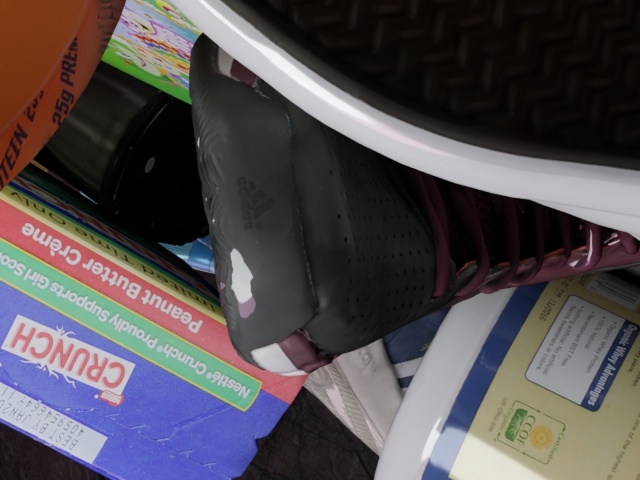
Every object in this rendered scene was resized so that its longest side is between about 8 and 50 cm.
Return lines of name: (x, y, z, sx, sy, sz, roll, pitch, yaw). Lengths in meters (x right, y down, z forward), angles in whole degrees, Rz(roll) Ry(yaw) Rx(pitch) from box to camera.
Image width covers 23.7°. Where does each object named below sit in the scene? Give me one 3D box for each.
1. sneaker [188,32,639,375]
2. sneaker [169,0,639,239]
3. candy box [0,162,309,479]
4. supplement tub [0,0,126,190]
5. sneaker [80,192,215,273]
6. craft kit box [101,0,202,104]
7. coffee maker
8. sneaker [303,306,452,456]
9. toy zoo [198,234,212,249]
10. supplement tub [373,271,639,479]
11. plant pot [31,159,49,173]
sneaker: (0.061, -0.027, 0.497, 0.163, 0.106, 0.281, -9, -179, 10)
sneaker: (0.064, -0.047, 0.395, 0.290, 0.106, 0.123, 27, 173, -7)
candy box: (-0.185, 0.025, 0.965, 0.268, 0.122, 0.317, 33, -179, -22)
supplement tub: (-0.232, -0.140, 0.457, 0.338, 0.207, 0.207, 25, 174, 19)
sneaker: (-0.086, -0.005, 1.510, 0.319, 0.127, 0.208, 28, 174, 10)
craft kit box: (-0.063, -0.111, 0.743, 0.247, 0.061, 0.250, 29, 175, 9)
coffee maker: (-0.143, -0.076, 1.023, 0.178, 0.120, 0.171, 34, 163, 31)
sneaker: (0.054, 0.054, 1.082, 0.131, 0.148, 0.350, 40, 167, 19)
toy zoo: (-0.133, -0.067, 1.229, 0.293, 0.030, 0.192, 36, -168, -23)
supplement tub: (0.216, 0.159, 0.983, 0.316, 0.228, 0.228, 26, 175, 16)
plant pot: (-0.395, -0.123, 1.549, 0.254, 0.237, 0.237, 15, 177, -9)
